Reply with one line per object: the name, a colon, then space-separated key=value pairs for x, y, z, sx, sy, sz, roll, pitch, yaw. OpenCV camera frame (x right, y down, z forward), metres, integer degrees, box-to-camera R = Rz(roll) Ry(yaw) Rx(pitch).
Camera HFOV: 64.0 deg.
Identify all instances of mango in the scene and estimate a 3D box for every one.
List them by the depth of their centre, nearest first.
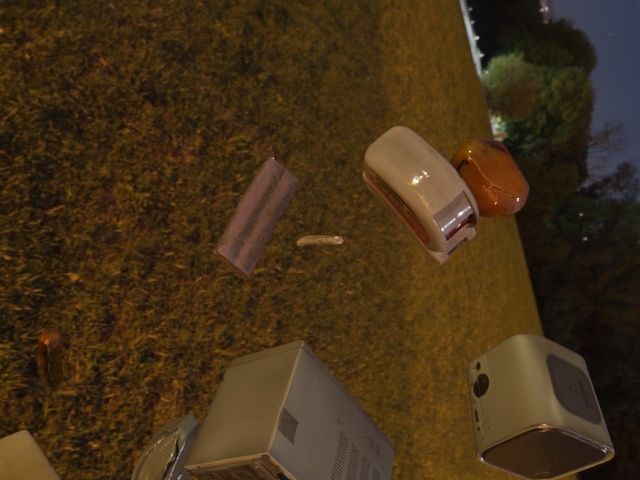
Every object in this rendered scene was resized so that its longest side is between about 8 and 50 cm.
mango: x=0.417 y=-0.152 z=1.288 sx=0.236 sy=0.166 sz=0.136 roll=49 pitch=17 yaw=-24

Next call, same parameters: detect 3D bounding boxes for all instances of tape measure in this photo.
tape measure: x=0.206 y=-0.093 z=1.034 sx=0.258 sy=0.130 sz=0.265 roll=51 pitch=-3 yaw=13

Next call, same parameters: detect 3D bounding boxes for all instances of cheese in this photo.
cheese: x=-0.716 y=0.570 z=1.091 sx=0.242 sy=0.123 sz=0.266 roll=42 pitch=32 yaw=22

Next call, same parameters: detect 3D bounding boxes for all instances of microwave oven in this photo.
microwave oven: x=-0.029 y=0.283 z=0.660 sx=0.240 sy=0.145 sz=0.193 roll=53 pitch=35 yaw=-25

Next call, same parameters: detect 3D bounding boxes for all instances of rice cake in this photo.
rice cake: x=-0.151 y=-0.061 z=1.235 sx=0.106 sy=0.050 sz=0.297 roll=38 pitch=66 yaw=-27

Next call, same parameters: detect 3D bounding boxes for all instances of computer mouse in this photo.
computer mouse: x=-0.512 y=0.743 z=1.615 sx=0.228 sy=0.146 sz=0.428 roll=63 pitch=46 yaw=-77

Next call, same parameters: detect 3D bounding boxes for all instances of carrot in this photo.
carrot: x=-0.851 y=0.373 z=1.626 sx=0.070 sy=0.070 sz=0.260 roll=-62 pitch=174 yaw=-51

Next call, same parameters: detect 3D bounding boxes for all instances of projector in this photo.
projector: x=0.525 y=0.414 z=1.267 sx=0.248 sy=0.248 sz=0.249 roll=26 pitch=41 yaw=-18

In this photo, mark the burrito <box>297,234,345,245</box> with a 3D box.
burrito: x=0.000 y=0.000 z=1.912 sx=0.045 sy=0.186 sz=0.041 roll=28 pitch=65 yaw=-59
